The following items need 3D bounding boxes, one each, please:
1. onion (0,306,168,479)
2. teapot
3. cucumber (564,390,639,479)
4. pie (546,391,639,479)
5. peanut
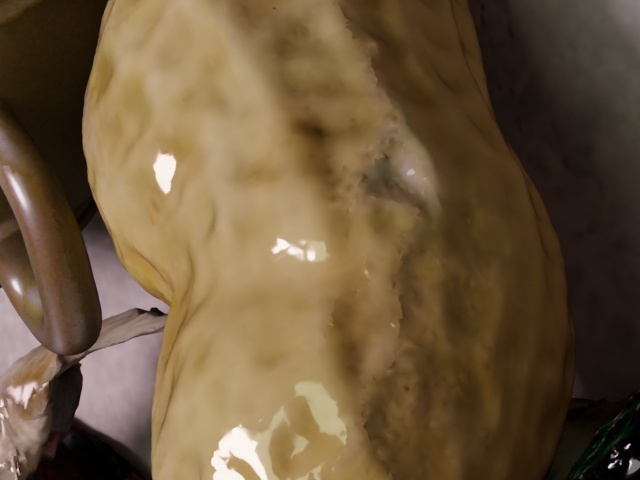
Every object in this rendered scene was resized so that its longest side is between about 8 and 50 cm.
[{"bbox_3d":[-0.197,0.185,0.815,0.256,0.230,0.272,-1,103,38],"label":"onion"},{"bbox_3d":[-0.150,-0.047,0.779,0.267,0.185,0.175,48,156,42],"label":"teapot"},{"bbox_3d":[0.147,0.031,0.566,0.245,0.067,0.067,-40,70,5],"label":"cucumber"},{"bbox_3d":[0.108,0.208,0.659,0.288,0.103,0.354,16,105,37],"label":"pie"},{"bbox_3d":[0.000,0.000,0.649,0.147,0.147,0.305,-42,50,33],"label":"peanut"}]
